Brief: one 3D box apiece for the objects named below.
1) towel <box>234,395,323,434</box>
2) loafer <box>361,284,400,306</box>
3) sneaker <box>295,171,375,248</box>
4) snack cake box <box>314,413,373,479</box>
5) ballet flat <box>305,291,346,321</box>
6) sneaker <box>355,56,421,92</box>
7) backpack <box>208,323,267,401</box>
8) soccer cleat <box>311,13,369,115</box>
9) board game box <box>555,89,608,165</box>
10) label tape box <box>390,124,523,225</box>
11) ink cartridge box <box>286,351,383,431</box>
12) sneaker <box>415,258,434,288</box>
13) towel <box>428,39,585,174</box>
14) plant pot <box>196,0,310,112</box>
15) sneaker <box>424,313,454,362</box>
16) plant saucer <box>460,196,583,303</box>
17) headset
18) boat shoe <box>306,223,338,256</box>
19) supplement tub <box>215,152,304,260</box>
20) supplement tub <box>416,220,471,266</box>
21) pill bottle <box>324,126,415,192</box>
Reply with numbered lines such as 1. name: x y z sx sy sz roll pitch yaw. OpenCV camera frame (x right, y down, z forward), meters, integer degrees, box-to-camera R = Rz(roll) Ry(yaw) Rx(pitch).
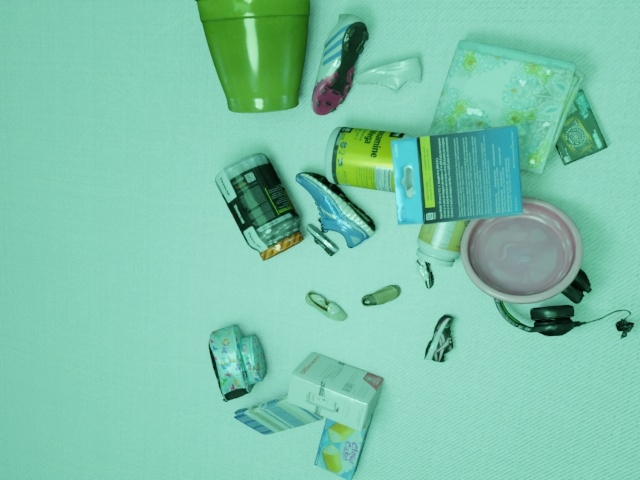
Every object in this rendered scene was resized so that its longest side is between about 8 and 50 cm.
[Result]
1. towel: -0.156 0.654 1.998 0.284 0.034 0.209 -24 132 23
2. loafer: 0.205 0.198 1.837 0.148 0.050 0.056 -26 90 22
3. sneaker: 0.026 -0.102 1.811 0.330 0.129 0.147 46 108 7
4. snack cake box: 0.086 0.718 1.947 0.152 0.089 0.265 18 105 17
5. ballet flat: 0.018 0.235 1.903 0.168 0.057 0.052 25 142 15
6. sneaker: 0.217 -0.516 1.706 0.212 0.080 0.094 -9 108 20
7. backpack: -0.311 0.437 1.976 0.191 0.225 0.254 -23 86 0
8. soccer cleat: 0.051 -0.575 1.747 0.331 0.116 0.143 -62 40 29
9. board game box: 0.743 -0.331 1.567 0.126 0.026 0.186 -23 90 21
10. label tape box: 0.382 -0.183 1.526 0.347 0.115 0.249 -6 98 7
11. ink cartridge box: 0.053 0.519 1.862 0.282 0.207 0.117 17 106 18
12. sneaker: 0.348 0.109 1.782 0.043 0.040 0.109 -13 91 38
13. towel: 0.537 -0.396 1.582 0.374 0.090 0.321 23 105 22
14. plant pot: -0.198 -0.600 1.715 0.366 0.366 0.353 4 111 19
15. sneaker: 0.413 0.331 1.784 0.077 0.072 0.178 20 114 4
16. plant saucer: 0.583 0.034 1.559 0.331 0.084 0.332 -8 63 17
17. headset: 0.728 0.184 1.611 0.394 0.185 0.244 21 93 27
18. boat shoe: 0.000 0.000 1.881 0.142 0.049 0.040 42 110 7
19. supplement tub: -0.205 -0.113 1.850 0.207 0.207 0.338 -28 88 22
20. supplement tub: 0.390 -0.030 1.682 0.144 0.144 0.200 19 105 16
21. pill bottle: 0.196 -0.253 1.693 0.333 0.188 0.188 10 102 18
